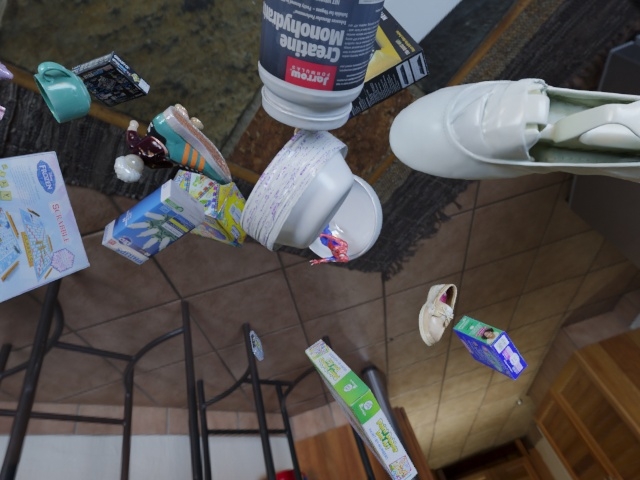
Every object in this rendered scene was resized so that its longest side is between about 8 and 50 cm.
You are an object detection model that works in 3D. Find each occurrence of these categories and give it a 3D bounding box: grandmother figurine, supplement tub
[{"bbox_3d":[-0.563,-0.324,1.357,0.207,0.342,0.104,34,149,-5],"label":"grandmother figurine"},{"bbox_3d":[-0.004,-0.347,0.673,0.191,0.191,0.272,-3,135,-17],"label":"supplement tub"}]

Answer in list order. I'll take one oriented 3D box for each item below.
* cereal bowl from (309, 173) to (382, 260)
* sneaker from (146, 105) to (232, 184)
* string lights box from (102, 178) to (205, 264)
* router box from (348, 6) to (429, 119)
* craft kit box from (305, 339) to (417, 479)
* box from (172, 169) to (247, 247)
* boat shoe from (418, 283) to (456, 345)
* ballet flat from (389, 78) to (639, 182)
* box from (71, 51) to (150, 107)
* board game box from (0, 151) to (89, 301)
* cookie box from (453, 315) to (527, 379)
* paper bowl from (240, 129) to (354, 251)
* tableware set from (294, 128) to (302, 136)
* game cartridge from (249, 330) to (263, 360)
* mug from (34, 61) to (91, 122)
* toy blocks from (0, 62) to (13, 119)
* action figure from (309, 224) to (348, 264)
[{"bbox_3d":[0.086,-0.094,1.524,0.339,0.339,0.141,-51,162,28],"label":"cereal bowl"},{"bbox_3d":[-0.408,-0.274,1.268,0.121,0.108,0.302,-30,131,13],"label":"sneaker"},{"bbox_3d":[-0.476,-0.048,1.151,0.259,0.077,0.133,-31,137,14],"label":"string lights box"},{"bbox_3d":[0.111,-0.482,1.072,0.242,0.309,0.081,-28,140,10],"label":"router box"},{"bbox_3d":[0.081,0.370,0.890,0.061,0.250,0.247,-36,111,-13],"label":"craft kit box"},{"bbox_3d":[-0.481,-0.135,1.765,0.279,0.177,0.290,15,158,18],"label":"box"},{"bbox_3d":[0.266,0.157,0.893,0.063,0.170,0.059,45,135,-17],"label":"boat shoe"},{"bbox_3d":[0.293,-0.144,0.502,0.400,0.139,0.139,6,134,5],"label":"ballet flat"},{"bbox_3d":[-0.785,-0.594,1.501,0.220,0.051,0.175,-5,155,25],"label":"box"},{"bbox_3d":[-0.752,-0.027,0.947,0.065,0.318,0.319,5,111,28],"label":"board game box"},{"bbox_3d":[0.315,0.198,0.754,0.040,0.107,0.092,-41,106,-12],"label":"cookie box"},{"bbox_3d":[-0.034,-0.098,0.883,0.148,0.284,0.284,36,121,4],"label":"paper bowl"},{"bbox_3d":[-0.053,-0.396,1.283,0.020,0.169,0.141,4,154,-37],"label":"tableware set"},{"bbox_3d":[-0.192,0.319,1.213,0.017,0.083,0.056,-22,128,-3],"label":"game cartridge"},{"bbox_3d":[-0.684,-0.396,1.080,0.097,0.157,0.130,-31,108,-28],"label":"mug"},{"bbox_3d":[-0.955,-0.515,1.075,0.260,0.309,0.289,21,101,-22],"label":"toy blocks"},{"bbox_3d":[0.000,0.000,1.431,0.139,0.280,0.092,-1,119,-30],"label":"action figure"}]
